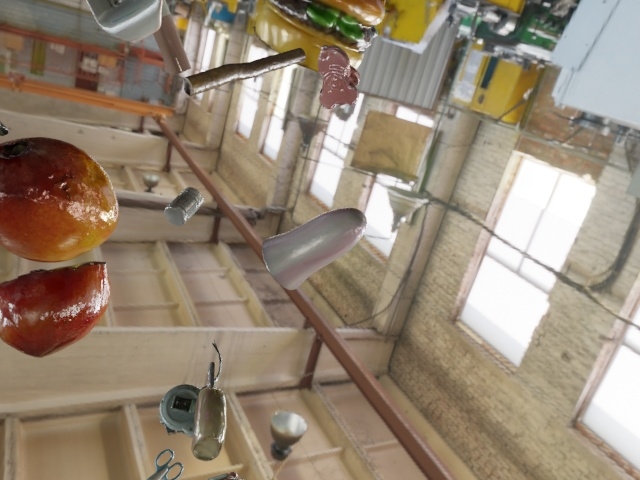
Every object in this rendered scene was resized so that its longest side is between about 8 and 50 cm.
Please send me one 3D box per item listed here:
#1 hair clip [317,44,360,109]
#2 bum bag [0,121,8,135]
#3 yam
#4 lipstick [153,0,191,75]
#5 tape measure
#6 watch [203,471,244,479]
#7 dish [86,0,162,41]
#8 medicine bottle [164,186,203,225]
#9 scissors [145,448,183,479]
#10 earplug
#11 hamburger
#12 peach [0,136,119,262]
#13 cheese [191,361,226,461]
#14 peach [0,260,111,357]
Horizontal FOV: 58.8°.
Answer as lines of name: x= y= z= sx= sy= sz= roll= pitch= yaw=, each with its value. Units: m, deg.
hair clip: x=0.039 y=-0.411 z=1.435 sx=0.123 sy=0.102 sz=0.138 roll=6 pitch=154 yaw=33
bum bag: x=-0.678 y=-0.261 z=0.980 sx=0.340 sy=0.095 sz=0.144 roll=22 pitch=170 yaw=17
yam: x=-0.162 y=-0.383 z=1.269 sx=0.327 sy=0.045 sz=0.045 roll=-30 pitch=-147 yaw=-36
lipstick: x=-0.459 y=-0.620 z=1.666 sx=0.070 sy=0.254 sz=0.070 roll=-15 pitch=-155 yaw=7
tape measure: x=-0.403 y=0.447 z=1.785 sx=0.164 sy=0.084 sz=0.330 roll=11 pitch=-122 yaw=-8
watch: x=-0.282 y=0.678 z=1.306 sx=0.241 sy=0.162 sz=0.253 roll=-13 pitch=-146 yaw=20
dish: x=-0.334 y=-0.460 z=0.955 sx=0.154 sy=0.234 sz=0.064 roll=-15 pitch=-166 yaw=26
medicine bottle: x=-0.331 y=-0.083 z=1.377 sx=0.058 sy=0.058 sz=0.091 roll=20 pitch=-138 yaw=10
scissors: x=-0.293 y=0.419 z=0.981 sx=0.119 sy=0.058 sz=0.014 roll=-40 pitch=-164 yaw=-34
earplug: x=0.000 y=0.000 z=1.623 sx=0.172 sy=0.301 sz=0.172 roll=45 pitch=-153 yaw=-30
hamburger: x=-0.003 y=-0.707 z=1.742 sx=0.395 sy=0.277 sz=0.396 roll=20 pitch=-149 yaw=-13
peach: x=-0.533 y=-0.082 z=1.112 sx=0.281 sy=0.238 sz=0.281 roll=14 pitch=153 yaw=7
cheese: x=-0.301 y=0.453 z=1.555 sx=0.082 sy=0.163 sz=0.286 roll=10 pitch=-150 yaw=-14
peach: x=-0.763 y=0.164 z=1.630 sx=0.281 sy=0.338 sz=0.281 roll=40 pitch=170 yaw=8
